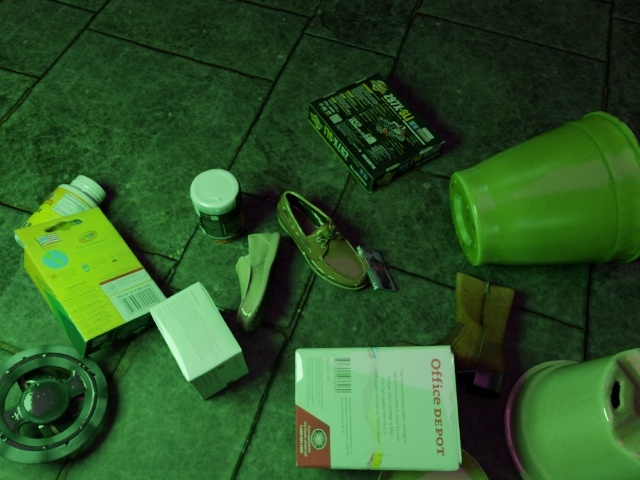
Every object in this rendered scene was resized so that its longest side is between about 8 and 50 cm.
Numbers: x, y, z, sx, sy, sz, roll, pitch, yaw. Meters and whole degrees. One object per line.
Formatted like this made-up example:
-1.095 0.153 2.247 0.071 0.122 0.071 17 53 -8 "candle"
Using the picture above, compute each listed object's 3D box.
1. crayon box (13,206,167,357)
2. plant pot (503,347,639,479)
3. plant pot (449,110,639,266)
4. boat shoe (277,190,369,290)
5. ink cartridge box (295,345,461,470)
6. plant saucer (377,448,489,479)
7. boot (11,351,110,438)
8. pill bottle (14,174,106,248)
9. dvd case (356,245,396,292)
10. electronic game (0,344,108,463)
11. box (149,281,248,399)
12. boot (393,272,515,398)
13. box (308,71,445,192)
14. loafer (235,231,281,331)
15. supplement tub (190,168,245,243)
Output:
-0.515 0.081 1.125 0.202 0.081 0.318 -24 67 -44 "crayon box"
0.572 0.356 0.956 0.334 0.305 0.333 1 62 -3 "plant pot"
0.513 -0.088 1.203 0.353 0.366 0.366 -12 62 4 "plant pot"
0.000 0.000 1.236 0.307 0.104 0.111 41 65 17 "boat shoe"
0.109 0.327 0.990 0.307 0.131 0.225 -2 75 8 "ink cartridge box"
0.227 0.526 0.997 0.241 0.037 0.240 1 61 -2 "plant saucer"
-0.555 0.301 1.067 0.137 0.077 0.197 -30 80 -23 "boot"
-0.630 -0.056 1.226 0.117 0.117 0.214 24 62 10 "pill bottle"
0.137 0.071 1.225 0.013 0.087 0.119 -38 59 28 "dvd case"
-0.547 0.321 0.993 0.230 0.048 0.229 12 59 -21 "electronic game"
-0.252 0.216 1.059 0.119 0.181 0.182 -30 67 -17 "box"
0.314 0.191 1.156 0.264 0.096 0.280 14 59 8 "boot"
0.154 -0.318 1.437 0.257 0.079 0.322 -29 66 -19 "box"
-0.160 0.091 1.187 0.092 0.101 0.268 10 52 4 "loafer"
-0.245 -0.076 1.216 0.117 0.190 0.116 2 60 -3 "supplement tub"
